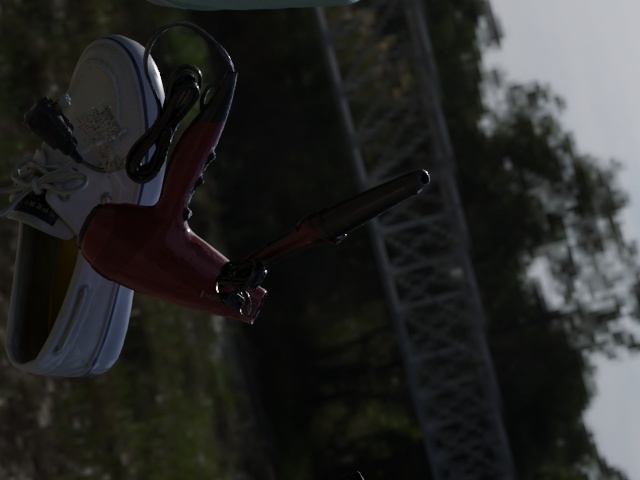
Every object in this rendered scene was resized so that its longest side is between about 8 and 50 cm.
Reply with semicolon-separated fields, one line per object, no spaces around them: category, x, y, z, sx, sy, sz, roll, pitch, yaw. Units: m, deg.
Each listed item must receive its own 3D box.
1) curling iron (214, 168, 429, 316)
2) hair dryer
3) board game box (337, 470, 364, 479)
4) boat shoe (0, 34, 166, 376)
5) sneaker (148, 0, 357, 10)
curling iron;0.000;0.000;1.519;0.035;0.274;0.068;35;46;-29
hair dryer;-0.145;-0.041;1.638;0.293;0.223;0.080;61;28;-13
board game box;-0.030;0.287;1.464;0.026;0.186;0.126;-125;-166;-59
boat shoe;-0.271;-0.037;1.779;0.156;0.136;0.367;3;102;-53
sneaker;-0.059;-0.162;0.792;0.256;0.151;0.094;2;90;-65
